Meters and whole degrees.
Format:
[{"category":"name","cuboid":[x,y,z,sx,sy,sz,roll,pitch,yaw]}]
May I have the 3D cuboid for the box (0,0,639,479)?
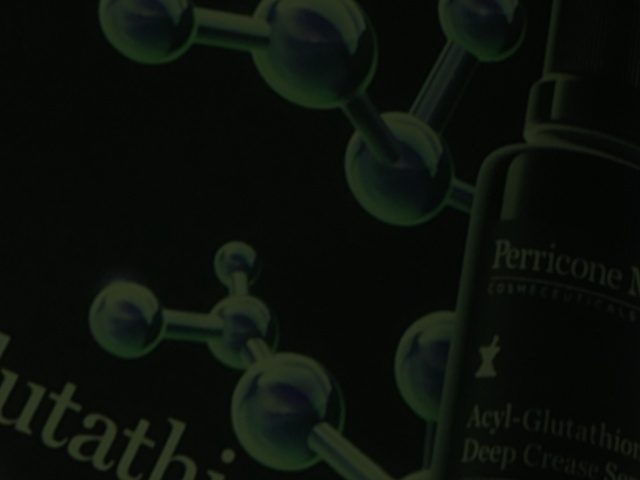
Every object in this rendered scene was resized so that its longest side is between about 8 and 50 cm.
[{"category":"box","cuboid":[-0.040,0.016,0.440,0.395,0.293,0.212,-66,11,-19]}]
